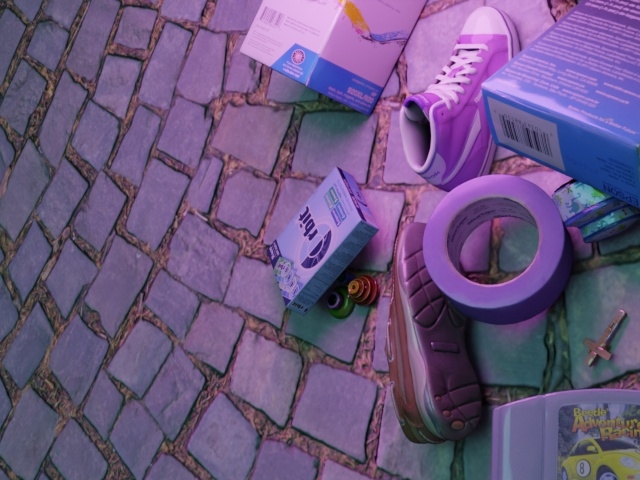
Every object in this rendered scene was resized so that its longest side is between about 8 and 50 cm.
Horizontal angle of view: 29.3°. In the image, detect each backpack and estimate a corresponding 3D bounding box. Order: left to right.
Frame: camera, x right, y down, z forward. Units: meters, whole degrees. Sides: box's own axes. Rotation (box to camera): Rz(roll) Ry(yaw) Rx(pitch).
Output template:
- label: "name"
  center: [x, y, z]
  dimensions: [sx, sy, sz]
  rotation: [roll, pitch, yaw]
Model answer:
- label: "backpack"
  center: [0.359, -0.046, 1.560]
  dimensions: [0.105, 0.114, 0.084]
  rotation: [-30, 72, 30]

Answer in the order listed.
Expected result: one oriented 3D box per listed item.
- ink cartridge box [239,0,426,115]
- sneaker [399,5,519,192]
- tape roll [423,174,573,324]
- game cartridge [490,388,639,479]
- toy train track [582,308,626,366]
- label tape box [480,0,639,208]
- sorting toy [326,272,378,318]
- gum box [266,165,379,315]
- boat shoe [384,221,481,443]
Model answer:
- label: "ink cartridge box"
  center: [0.026, -0.347, 1.903]
  dimensions: [0.171, 0.168, 0.232]
  rotation: [33, 100, 41]
- label: "sneaker"
  center: [0.192, -0.215, 1.727]
  dimensions: [0.102, 0.161, 0.282]
  rotation: [2, 78, 43]
- label: "tape roll"
  center: [0.237, 0.013, 1.633]
  dimensions: [0.189, 0.080, 0.189]
  rotation: [-7, 68, 19]
- label: "game cartridge"
  center: [0.347, 0.273, 1.433]
  dimensions: [0.294, 0.060, 0.196]
  rotation: [0, 72, 11]
- label: "toy train track"
  center: [0.368, 0.126, 1.573]
  dimensions: [0.083, 0.014, 0.048]
  rotation: [-57, 41, 5]
- label: "label tape box"
  center: [0.413, -0.217, 1.540]
  dimensions: [0.348, 0.115, 0.249]
  rotation: [-39, 44, -22]
- label: "sorting toy"
  center: [0.039, 0.078, 1.855]
  dimensions: [0.102, 0.042, 0.061]
  rotation: [-27, 61, 33]
- label: "gum box"
  center: [0.000, 0.000, 1.882]
  dimensions: [0.184, 0.041, 0.157]
  rotation: [-49, 32, 18]
- label: "boat shoe"
  center: [0.135, 0.129, 1.707]
  dimensions: [0.116, 0.123, 0.324]
  rotation: [-35, 49, 47]
